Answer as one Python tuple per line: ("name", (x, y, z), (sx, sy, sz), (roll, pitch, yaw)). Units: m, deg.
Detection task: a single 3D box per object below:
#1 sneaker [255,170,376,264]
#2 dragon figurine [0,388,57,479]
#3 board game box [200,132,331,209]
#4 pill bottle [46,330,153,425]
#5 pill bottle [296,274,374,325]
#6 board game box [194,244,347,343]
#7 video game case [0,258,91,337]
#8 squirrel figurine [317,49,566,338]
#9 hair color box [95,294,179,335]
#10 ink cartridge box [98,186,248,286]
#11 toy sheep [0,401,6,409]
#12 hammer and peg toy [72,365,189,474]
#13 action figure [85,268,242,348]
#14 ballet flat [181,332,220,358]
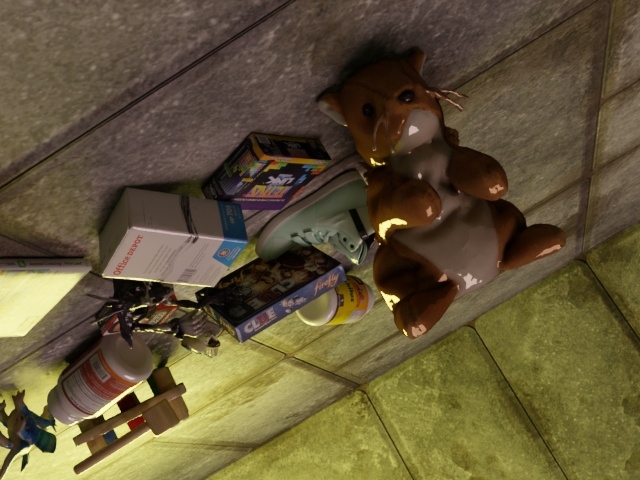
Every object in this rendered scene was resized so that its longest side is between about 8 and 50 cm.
("sneaker", (0.000, 0.000, 1.626), (0.256, 0.151, 0.094), (-35, 161, 17))
("dragon figurine", (-0.578, 0.396, 1.720), (0.085, 0.289, 0.144), (-31, 122, -2))
("board game box", (-0.086, -0.107, 1.403), (0.170, 0.048, 0.141), (-3, 146, -51))
("pill bottle", (-0.443, 0.277, 1.731), (0.216, 0.121, 0.121), (-38, 158, 24))
("pill bottle", (0.040, 0.140, 2.067), (0.117, 0.117, 0.215), (-40, 158, 26))
("board game box", (-0.095, 0.088, 1.660), (0.243, 0.165, 0.042), (-30, 125, -23))
("video game case", (-0.494, 0.094, 1.364), (0.212, 0.023, 0.193), (-39, 158, 28))
("squirrel figurine", (0.141, -0.100, 1.376), (0.281, 0.370, 0.397), (-30, -171, -2))
("hair color box", (-0.343, 0.134, 1.637), (0.141, 0.043, 0.072), (-7, 151, -46))
("ink cartridge box", (-0.228, -0.001, 1.340), (0.191, 0.082, 0.139), (9, 142, -30))
("toy sheep", (-0.651, 0.333, 1.638), (0.132, 0.091, 0.091), (-18, 158, -43))
("hammer and peg toy", (-0.416, 0.376, 1.885), (0.266, 0.127, 0.361), (-26, 176, -11))
("action figure", (-0.255, 0.084, 1.478), (0.141, 0.164, 0.276), (-9, -176, 38))
("ballet flat", (-0.271, 0.231, 1.980), (0.052, 0.057, 0.168), (-57, 164, -6))
